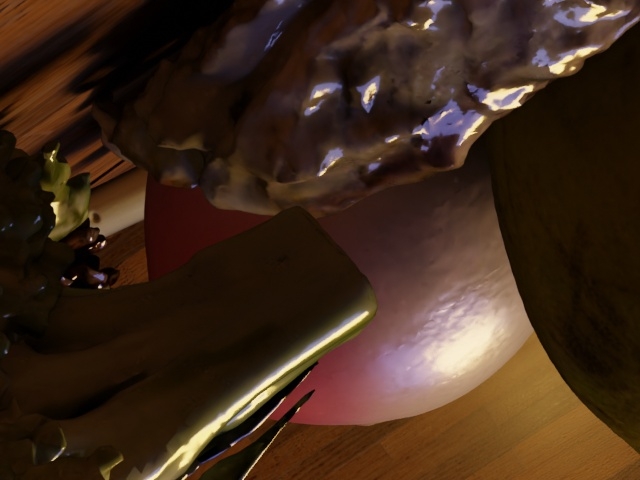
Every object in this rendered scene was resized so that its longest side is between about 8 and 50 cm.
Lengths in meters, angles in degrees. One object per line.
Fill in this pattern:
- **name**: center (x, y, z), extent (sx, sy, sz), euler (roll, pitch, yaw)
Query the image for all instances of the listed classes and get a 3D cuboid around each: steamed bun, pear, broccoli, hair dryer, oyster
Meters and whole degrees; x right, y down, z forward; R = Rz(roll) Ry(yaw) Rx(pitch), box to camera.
- **steamed bun**: center (0.000, 0.000, 0.811), extent (0.309, 0.309, 0.309), euler (-34, -174, 4)
- **pear**: center (0.227, -0.025, 0.633), extent (0.287, 0.375, 0.287), euler (-2, -162, 1)
- **broccoli**: center (-0.093, 0.071, 0.470), extent (0.243, 0.247, 0.263), euler (-28, -157, -10)
- **hair dryer**: center (-0.160, -0.076, 1.349), extent (0.362, 0.128, 0.203), euler (-23, -168, 29)
- **oyster**: center (0.017, -0.066, 0.532), extent (0.201, 0.107, 0.354), euler (-10, 173, -27)

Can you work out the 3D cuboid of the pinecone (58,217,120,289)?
- **pinecone**: center (-0.259, 0.076, 1.014), extent (0.184, 0.179, 0.204), euler (-13, 125, -42)
